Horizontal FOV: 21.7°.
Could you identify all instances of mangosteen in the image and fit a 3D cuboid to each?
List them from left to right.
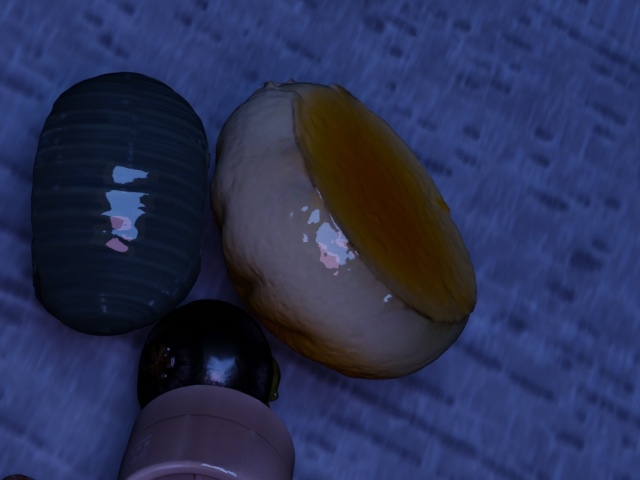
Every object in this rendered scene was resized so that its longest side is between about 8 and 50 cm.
[{"bbox_3d":[-0.092,0.125,1.530,0.151,0.137,0.137,19,65,-48],"label":"mangosteen"}]

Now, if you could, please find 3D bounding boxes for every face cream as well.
[{"bbox_3d":[-0.100,0.212,1.433,0.149,0.149,0.104,24,33,-9],"label":"face cream"}]

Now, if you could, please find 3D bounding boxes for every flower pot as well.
[{"bbox_3d":[-0.181,-0.034,1.503,0.157,0.189,0.243,4,69,-6],"label":"flower pot"}]

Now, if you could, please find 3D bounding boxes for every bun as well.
[{"bbox_3d":[0.000,0.000,1.543,0.299,0.164,0.299,44,25,-27],"label":"bun"}]

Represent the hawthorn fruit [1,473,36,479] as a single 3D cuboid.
[{"bbox_3d":[-0.273,0.230,1.475,0.066,0.067,0.103,-29,58,-23],"label":"hawthorn fruit"}]
